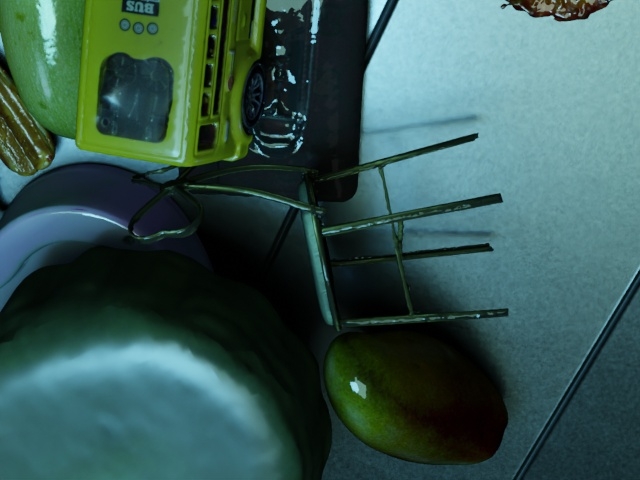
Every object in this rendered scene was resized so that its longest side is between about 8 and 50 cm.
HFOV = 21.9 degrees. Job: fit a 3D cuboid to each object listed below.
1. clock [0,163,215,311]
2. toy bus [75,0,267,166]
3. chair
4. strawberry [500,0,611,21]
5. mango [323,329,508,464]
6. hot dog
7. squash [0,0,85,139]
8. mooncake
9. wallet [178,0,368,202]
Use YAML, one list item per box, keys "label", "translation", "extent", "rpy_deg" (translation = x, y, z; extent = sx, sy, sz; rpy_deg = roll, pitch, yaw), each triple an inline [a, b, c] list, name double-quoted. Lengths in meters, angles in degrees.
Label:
- label: "clock"
  translation: [-0.260, 0.087, 1.644]
  extent: [0.339, 0.102, 0.338]
  rpy_deg: [3, 117, 5]
- label: "toy bus"
  translation: [-0.120, -0.233, 1.393]
  extent: [0.145, 0.151, 0.331]
  rpy_deg: [10, 103, 17]
- label: "chair"
  translation: [0.000, 0.000, 1.506]
  extent: [0.326, 0.159, 0.170]
  rpy_deg: [-10, 120, 0]
- label: "strawberry"
  translation: [0.204, -0.258, 1.422]
  extent: [0.145, 0.086, 0.145]
  rpy_deg: [2, 117, 4]
- label: "mango"
  translation: [0.085, 0.147, 1.589]
  extent: [0.111, 0.133, 0.267]
  rpy_deg: [-25, 150, 29]
- label: "hot dog"
  translation: [-0.306, -0.126, 1.577]
  extent: [0.062, 0.038, 0.144]
  rpy_deg: [-26, 109, 21]
- label: "squash"
  translation: [-0.232, -0.177, 1.504]
  extent: [0.123, 0.123, 0.186]
  rpy_deg: [0, 120, 7]
- label: "mooncake"
  translation: [-0.167, 0.184, 1.518]
  extent: [0.357, 0.194, 0.356]
  rpy_deg: [2, 112, 4]
- label: "wallet"
  translation: [-0.049, -0.141, 1.535]
  extent: [0.182, 0.049, 0.229]
  rpy_deg: [2, 119, 2]
